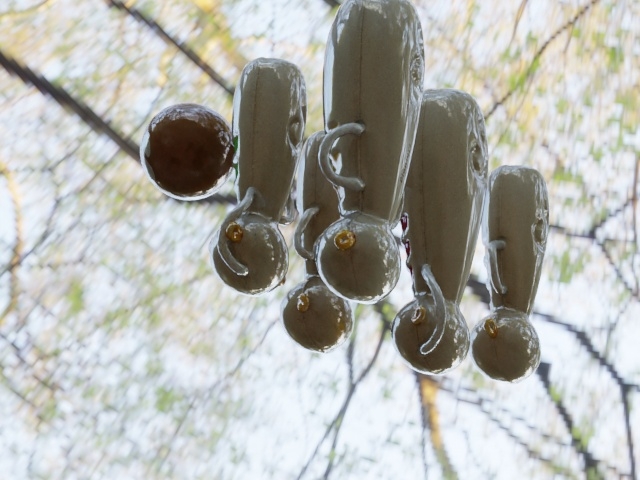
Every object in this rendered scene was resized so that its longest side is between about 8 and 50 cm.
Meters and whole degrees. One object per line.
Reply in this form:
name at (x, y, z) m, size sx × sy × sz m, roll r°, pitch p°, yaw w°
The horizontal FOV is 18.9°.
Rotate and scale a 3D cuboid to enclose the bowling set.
bowling set at (0.000, 0.000, 1.017) m, size 0.200 × 0.287 × 0.154 m, roll -5°, pitch -113°, yaw 26°
